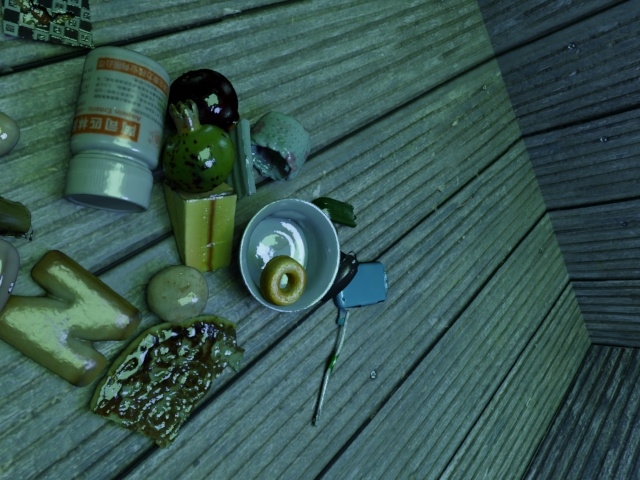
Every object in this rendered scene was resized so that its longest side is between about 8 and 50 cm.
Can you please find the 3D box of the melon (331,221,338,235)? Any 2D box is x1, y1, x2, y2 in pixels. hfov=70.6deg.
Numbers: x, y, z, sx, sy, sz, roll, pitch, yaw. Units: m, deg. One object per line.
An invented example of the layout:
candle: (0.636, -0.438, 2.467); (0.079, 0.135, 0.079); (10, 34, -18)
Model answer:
melon: (0.000, 0.000, 1.590); (0.099, 0.099, 0.162); (49, 59, -24)

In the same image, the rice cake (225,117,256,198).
rice cake: (-0.255, -0.246, 1.396); (0.043, 0.127, 0.237); (-5, 86, -50)

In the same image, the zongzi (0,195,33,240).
zongzi: (-0.709, -0.074, 0.963); (0.204, 0.204, 0.094); (19, 64, -36)

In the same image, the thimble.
thimble: (-0.144, -0.305, 1.462); (0.210, 0.185, 0.149); (27, 63, 2)

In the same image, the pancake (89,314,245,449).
pancake: (-0.403, 0.361, 1.264); (0.427, 0.066, 0.305); (-46, 120, -33)

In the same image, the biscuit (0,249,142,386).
biscuit: (-0.613, 0.191, 1.104); (0.291, 0.062, 0.237); (48, 60, -23)

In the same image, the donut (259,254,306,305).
donut: (-0.104, 0.119, 1.317); (0.151, 0.058, 0.152); (-3, 95, -31)

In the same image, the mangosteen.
mangosteen: (-0.329, -0.363, 1.309); (0.211, 0.211, 0.250); (-43, 133, -33)

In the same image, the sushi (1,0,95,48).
sushi: (-0.687, -0.563, 1.146); (0.200, 0.031, 0.139); (-4, 88, -35)

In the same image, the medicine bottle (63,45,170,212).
medicine bottle: (-0.509, -0.268, 1.139); (0.211, 0.211, 0.372); (13, 77, -37)

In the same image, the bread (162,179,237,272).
bread: (-0.364, -0.052, 1.343); (0.167, 0.163, 0.264); (-13, 125, -39)

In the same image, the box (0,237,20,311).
box: (-0.743, 0.085, 0.974); (0.145, 0.088, 0.200); (13, 72, -7)

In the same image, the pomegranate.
pomegranate: (-0.328, -0.240, 1.183); (0.202, 0.202, 0.248); (-39, 128, -34)

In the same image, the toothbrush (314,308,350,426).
toothbrush: (0.043, 0.447, 1.609); (0.040, 0.042, 0.418); (13, 73, 4)

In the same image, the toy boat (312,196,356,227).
toy boat: (0.057, -0.106, 1.675); (0.210, 0.052, 0.104); (11, 63, -37)

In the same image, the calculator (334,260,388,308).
calculator: (0.153, 0.168, 1.722); (0.293, 0.051, 0.173); (-2, 88, -38)

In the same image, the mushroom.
mushroom: (-0.389, 0.148, 1.240); (0.166, 0.166, 0.127); (-57, 161, -28)

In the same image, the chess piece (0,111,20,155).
chess piece: (-0.797, -0.280, 0.977); (0.260, 0.142, 0.143); (36, 64, -38)

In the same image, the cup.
cup: (-0.122, 0.043, 1.429); (0.347, 0.163, 0.348); (-1, 92, -31)

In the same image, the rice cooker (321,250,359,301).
rice cooker: (0.048, 0.116, 1.568); (0.203, 0.118, 0.142); (-51, 161, -2)
